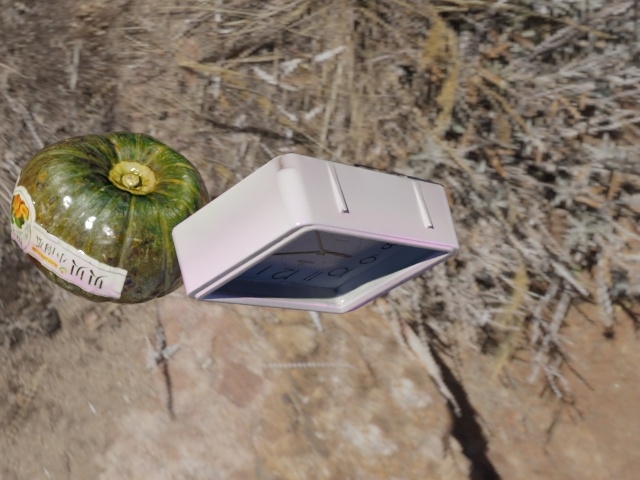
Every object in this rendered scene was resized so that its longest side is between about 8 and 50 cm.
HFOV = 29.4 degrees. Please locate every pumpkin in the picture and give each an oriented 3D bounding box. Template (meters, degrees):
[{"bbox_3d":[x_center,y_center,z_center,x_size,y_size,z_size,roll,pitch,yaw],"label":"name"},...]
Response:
[{"bbox_3d":[-0.262,-0.021,1.563,0.260,0.260,0.189,3,132,-20],"label":"pumpkin"}]

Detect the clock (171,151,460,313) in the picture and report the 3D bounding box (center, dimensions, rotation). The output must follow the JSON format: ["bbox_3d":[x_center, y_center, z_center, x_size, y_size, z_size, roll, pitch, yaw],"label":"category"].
[{"bbox_3d":[0.000,0.000,0.994,0.197,0.150,0.063,9,59,-45],"label":"clock"}]
